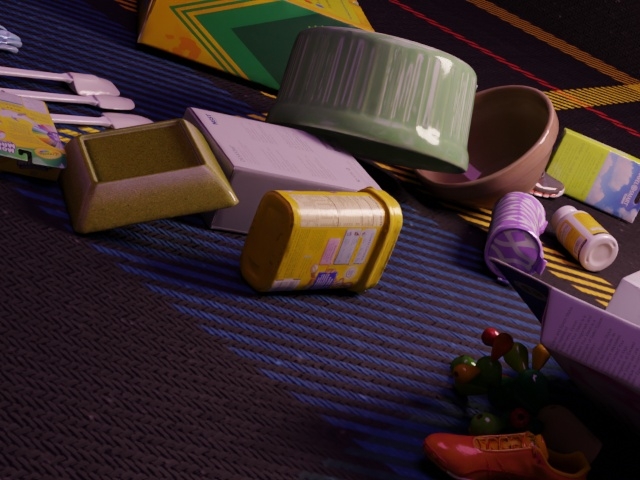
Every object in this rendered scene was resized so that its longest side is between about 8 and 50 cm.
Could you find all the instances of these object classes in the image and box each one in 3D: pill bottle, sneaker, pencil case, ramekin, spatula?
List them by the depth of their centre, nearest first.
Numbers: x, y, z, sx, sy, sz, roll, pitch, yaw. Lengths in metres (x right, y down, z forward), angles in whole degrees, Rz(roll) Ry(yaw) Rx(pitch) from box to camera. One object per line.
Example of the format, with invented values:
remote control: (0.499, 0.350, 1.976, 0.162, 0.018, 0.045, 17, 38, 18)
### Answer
sneaker: (0.182, 0.211, 1.257, 0.175, 0.067, 0.064, 14, 25, -18)
spatula: (-0.349, -0.192, 1.731, 0.242, 0.019, 0.168, -1, 38, -44)
pencil case: (0.284, -0.009, 1.836, 0.088, 0.086, 0.206, 17, 21, 4)
ramekin: (0.082, -0.204, 1.855, 0.303, 0.148, 0.303, 14, -1, 0)
pill bottle: (0.406, -0.007, 1.982, 0.065, 0.065, 0.116, 11, 25, -28)
sneaker: (0.355, -0.124, 2.203, 0.157, 0.065, 0.061, 21, 22, -6)

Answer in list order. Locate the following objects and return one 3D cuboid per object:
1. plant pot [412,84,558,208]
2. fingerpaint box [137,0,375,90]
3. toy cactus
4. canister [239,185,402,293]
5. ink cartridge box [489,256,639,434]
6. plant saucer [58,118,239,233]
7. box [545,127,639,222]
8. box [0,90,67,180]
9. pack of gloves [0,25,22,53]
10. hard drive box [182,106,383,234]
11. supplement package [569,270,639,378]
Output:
plant pot: (0.269, -0.128, 2.003, 0.110, 0.237, 0.237, 59, 0, -34)
fingerpaint box: (-0.131, -0.421, 2.273, 0.371, 0.163, 0.445, 17, 22, -17)
toy cactus: (0.224, 0.170, 1.371, 0.180, 0.112, 0.219, 35, 14, 3)
canister: (0.000, 0.000, 1.485, 0.170, 0.126, 0.073, 0, 32, -42)
ink cartridge box: (0.341, 0.157, 1.338, 0.330, 0.071, 0.324, 25, -9, 29)
plant saucer: (-0.208, -0.086, 1.485, 0.188, 0.045, 0.188, -11, 33, -14)
box: (0.491, -0.115, 2.257, 0.178, 0.109, 0.042, 24, 20, 0)
box: (-0.367, -0.125, 1.521, 0.105, 0.043, 0.179, 12, 22, -27)
pack of gloves: (-0.546, -0.333, 1.817, 0.232, 0.046, 0.195, -1, 31, -46)
hard drive box: (-0.057, -0.079, 1.657, 0.232, 0.089, 0.181, 10, 25, -31)
supplement package: (0.451, 0.140, 1.575, 0.194, 0.149, 0.203, 33, 23, 23)
